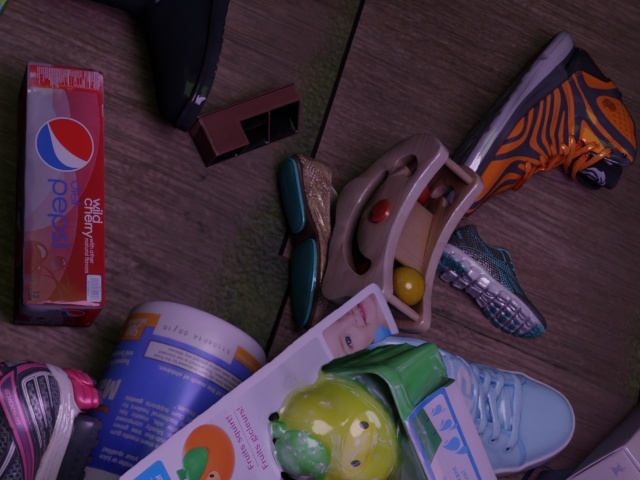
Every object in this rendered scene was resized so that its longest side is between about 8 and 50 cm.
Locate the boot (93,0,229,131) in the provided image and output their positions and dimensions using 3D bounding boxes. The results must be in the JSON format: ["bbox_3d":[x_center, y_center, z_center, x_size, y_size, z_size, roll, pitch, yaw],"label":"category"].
[{"bbox_3d":[-0.212,-0.254,1.343,0.207,0.094,0.246,18,61,-19],"label":"boot"}]

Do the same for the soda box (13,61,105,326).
[{"bbox_3d":[-0.272,-0.046,1.254,0.083,0.092,0.263,3,72,-19],"label":"soda box"}]

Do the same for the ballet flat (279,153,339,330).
[{"bbox_3d":[0.000,0.000,1.358,0.067,0.073,0.206,4,74,-29],"label":"ballet flat"}]

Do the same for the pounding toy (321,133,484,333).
[{"bbox_3d":[0.116,-0.009,1.331,0.155,0.154,0.269,37,47,-31],"label":"pounding toy"}]

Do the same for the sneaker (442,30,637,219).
[{"bbox_3d":[0.281,-0.106,1.469,0.180,0.124,0.321,42,63,-3],"label":"sneaker"}]

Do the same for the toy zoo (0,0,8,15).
[{"bbox_3d":[-0.461,-0.229,1.277,0.192,0.030,0.293,28,65,-10],"label":"toy zoo"}]

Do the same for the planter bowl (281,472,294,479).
[{"bbox_3d":[-0.021,0.286,1.236,0.217,0.090,0.217,5,77,-26],"label":"planter bowl"}]

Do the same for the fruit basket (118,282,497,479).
[{"bbox_3d":[0.016,0.254,1.071,0.353,0.165,0.327,-37,109,-49],"label":"fruit basket"}]

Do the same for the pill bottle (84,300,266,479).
[{"bbox_3d":[-0.166,0.209,1.178,0.152,0.152,0.272,26,65,-11],"label":"pill bottle"}]

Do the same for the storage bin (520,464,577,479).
[{"bbox_3d":[0.286,0.318,1.349,0.135,0.091,0.098,45,63,-1],"label":"storage bin"}]

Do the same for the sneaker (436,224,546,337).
[{"bbox_3d":[0.211,0.045,1.429,0.166,0.065,0.076,43,59,-5],"label":"sneaker"}]

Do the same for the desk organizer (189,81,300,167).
[{"bbox_3d":[-0.081,-0.133,1.383,0.130,0.047,0.050,-23,84,-26],"label":"desk organizer"}]

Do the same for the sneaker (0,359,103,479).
[{"bbox_3d":[-0.300,0.251,1.093,0.112,0.121,0.299,17,88,-35],"label":"sneaker"}]

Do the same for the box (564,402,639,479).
[{"bbox_3d":[0.387,0.240,1.349,0.275,0.094,0.113,-23,75,-51],"label":"box"}]

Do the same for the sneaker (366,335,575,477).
[{"bbox_3d":[0.132,0.179,1.303,0.366,0.150,0.135,8,71,-18],"label":"sneaker"}]
